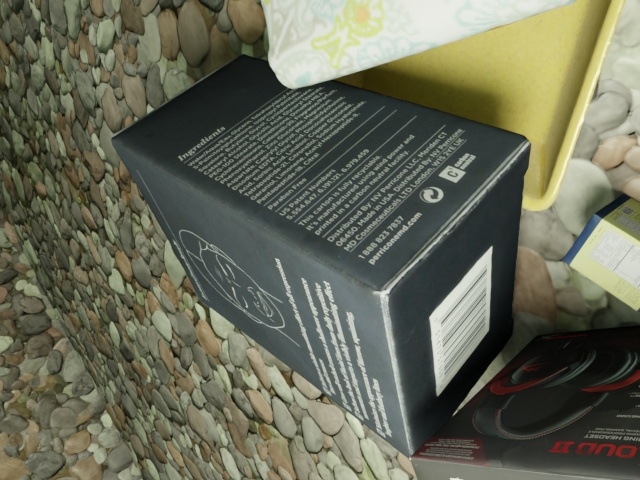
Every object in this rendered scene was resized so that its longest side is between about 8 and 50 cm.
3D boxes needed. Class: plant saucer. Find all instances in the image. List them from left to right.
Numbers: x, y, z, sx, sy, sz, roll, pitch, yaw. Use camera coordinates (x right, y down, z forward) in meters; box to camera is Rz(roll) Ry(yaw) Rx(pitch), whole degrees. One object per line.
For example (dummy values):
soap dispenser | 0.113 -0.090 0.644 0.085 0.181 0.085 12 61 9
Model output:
plant saucer | 0.138 -0.243 0.540 0.332 0.081 0.333 29 125 34

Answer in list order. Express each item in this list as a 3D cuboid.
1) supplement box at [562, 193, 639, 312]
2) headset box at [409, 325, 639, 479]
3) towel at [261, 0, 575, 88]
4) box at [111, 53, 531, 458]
supplement box | 0.286 0.010 0.489 0.083 0.083 0.056 41 132 28
headset box | 0.237 0.177 0.453 0.218 0.293 0.110 -20 92 49
towel | 0.060 -0.348 0.449 0.320 0.090 0.375 -2 98 46
box | 0.000 0.000 0.618 0.395 0.212 0.294 28 149 35
